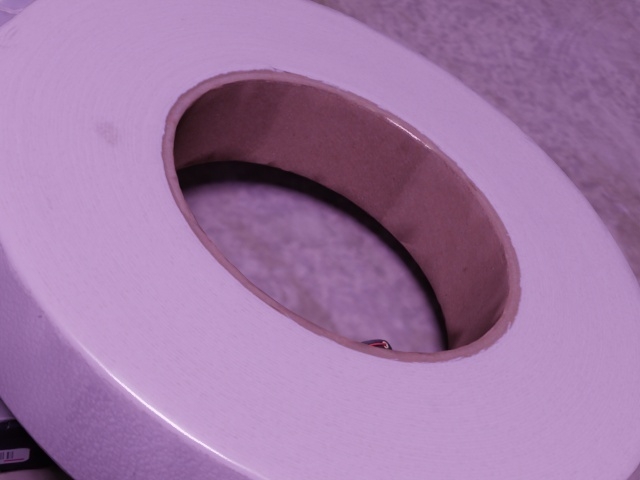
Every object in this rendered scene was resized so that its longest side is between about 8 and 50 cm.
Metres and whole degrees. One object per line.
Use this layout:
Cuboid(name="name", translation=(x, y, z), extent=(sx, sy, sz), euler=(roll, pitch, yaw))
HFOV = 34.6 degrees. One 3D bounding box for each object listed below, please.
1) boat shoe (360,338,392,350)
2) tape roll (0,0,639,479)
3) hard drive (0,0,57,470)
Cuboid(name="boat shoe", translation=(-0.012, 0.084, 0.558), extent=(0.133, 0.049, 0.042), euler=(-8, 52, -26))
Cuboid(name="tape roll", translation=(0.000, 0.000, 0.550), extent=(0.392, 0.072, 0.392), euler=(19, 39, -17))
Cuboid(name="hard drive", translation=(-0.255, -0.034, 0.557), extent=(0.237, 0.064, 0.338), euler=(-1, 54, -20))
